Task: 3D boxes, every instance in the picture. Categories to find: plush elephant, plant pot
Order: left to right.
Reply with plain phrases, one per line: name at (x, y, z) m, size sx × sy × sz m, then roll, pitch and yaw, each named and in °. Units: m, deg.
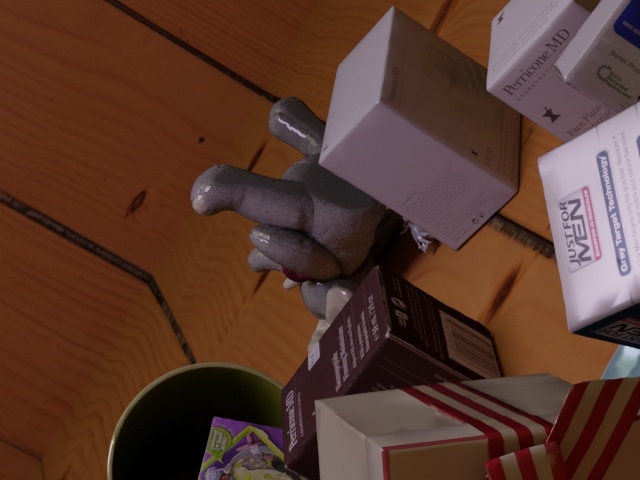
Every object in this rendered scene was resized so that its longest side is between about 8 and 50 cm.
plant pot at (-0.153, 0.330, 2.056) m, size 0.293 × 0.275 × 0.275 m, roll 120°, pitch 174°, yaw -68°
plush elephant at (0.000, 0.000, 2.174) m, size 0.272 × 0.330 × 0.255 m, roll -58°, pitch -12°, yaw -47°

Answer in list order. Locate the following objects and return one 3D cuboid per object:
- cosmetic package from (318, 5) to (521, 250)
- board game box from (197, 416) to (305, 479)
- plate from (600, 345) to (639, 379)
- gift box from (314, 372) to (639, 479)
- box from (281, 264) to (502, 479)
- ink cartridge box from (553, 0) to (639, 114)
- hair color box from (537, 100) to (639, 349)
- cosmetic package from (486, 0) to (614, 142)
cosmetic package at (0.135, -0.149, 2.036) m, size 0.138 × 0.224 × 0.224 m, roll -47°, pitch 21°, yaw 36°
board game box at (-0.054, 0.355, 1.764) m, size 0.347 × 0.208 × 0.056 m, roll -78°, pitch 1°, yaw -48°
plate at (0.308, 0.132, 1.403) m, size 0.188 × 0.024 × 0.188 m, roll -52°, pitch 17°, yaw 23°
gift box at (0.152, 0.228, 1.235) m, size 0.258 × 0.276 × 0.255 m, roll -158°, pitch 59°, yaw -76°
box at (0.079, 0.174, 1.743) m, size 0.203 × 0.167 × 0.168 m, roll -54°, pitch 17°, yaw 19°
ink cartridge box at (0.409, -0.266, 1.523) m, size 0.371 × 0.176 × 0.069 m, roll -54°, pitch 17°, yaw 19°
hair color box at (0.349, -0.052, 1.275) m, size 0.347 × 0.105 × 0.174 m, roll -30°, pitch 57°, yaw 42°
cosmetic package at (0.301, -0.207, 1.724) m, size 0.151 × 0.183 × 0.151 m, roll -48°, pitch 20°, yaw 36°
